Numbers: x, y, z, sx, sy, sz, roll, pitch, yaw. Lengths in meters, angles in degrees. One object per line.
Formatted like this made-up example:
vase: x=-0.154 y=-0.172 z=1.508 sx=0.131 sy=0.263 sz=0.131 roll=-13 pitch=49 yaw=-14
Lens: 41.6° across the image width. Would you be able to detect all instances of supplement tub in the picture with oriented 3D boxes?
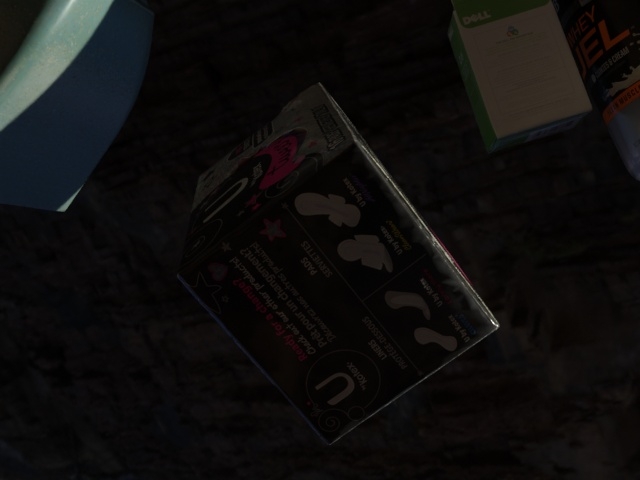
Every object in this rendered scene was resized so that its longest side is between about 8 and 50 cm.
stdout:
supplement tub: x=0.381 y=-0.243 z=0.954 sx=0.193 sy=0.316 sz=0.193 roll=-19 pitch=166 yaw=-5

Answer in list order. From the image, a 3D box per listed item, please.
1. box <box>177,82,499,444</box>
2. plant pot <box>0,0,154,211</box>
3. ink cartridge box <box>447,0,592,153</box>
box: x=0.000 y=0.000 z=0.625 sx=0.142 sy=0.163 sz=0.247 roll=-37 pitch=-162 yaw=6
plant pot: x=-0.324 y=-0.210 z=0.876 sx=0.252 sy=0.247 sz=0.248 roll=-45 pitch=167 yaw=10
ink cartridge box: x=0.208 y=-0.214 z=0.933 sx=0.108 sy=0.209 sz=0.062 roll=-17 pitch=171 yaw=-1
